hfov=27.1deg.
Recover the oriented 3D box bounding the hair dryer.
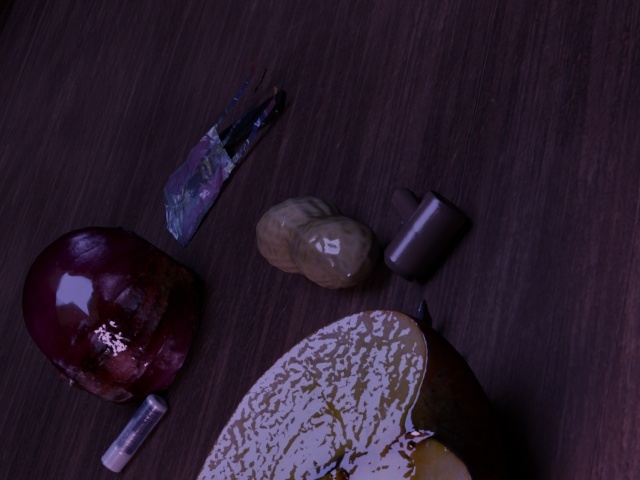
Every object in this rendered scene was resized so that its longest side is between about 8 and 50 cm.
[{"bbox_3d":[0.126,-0.028,1.795,0.117,0.064,0.182,-53,22,14],"label":"hair dryer"}]

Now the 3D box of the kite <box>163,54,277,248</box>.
[{"bbox_3d":[-0.184,-0.158,2.401,0.360,0.022,0.204,-53,36,23],"label":"kite"}]

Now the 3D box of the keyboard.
[{"bbox_3d":[-0.130,-0.211,2.398,0.195,0.018,0.060,-28,35,43],"label":"keyboard"}]

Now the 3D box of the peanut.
[{"bbox_3d":[0.000,0.000,1.900,0.256,0.123,0.124,15,76,58],"label":"peanut"}]

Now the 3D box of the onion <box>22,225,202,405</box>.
[{"bbox_3d":[-0.363,0.105,2.231,0.282,0.260,0.337,-49,30,8],"label":"onion"}]

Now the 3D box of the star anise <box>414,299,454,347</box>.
[{"bbox_3d":[0.095,0.171,1.647,0.182,0.065,0.195,-41,29,21],"label":"star anise"}]

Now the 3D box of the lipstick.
[{"bbox_3d":[-0.300,0.312,2.151,0.141,0.040,0.040,-52,30,11],"label":"lipstick"}]

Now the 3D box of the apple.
[{"bbox_3d":[0.029,0.273,1.423,0.365,0.295,0.329,-39,6,13],"label":"apple"}]
